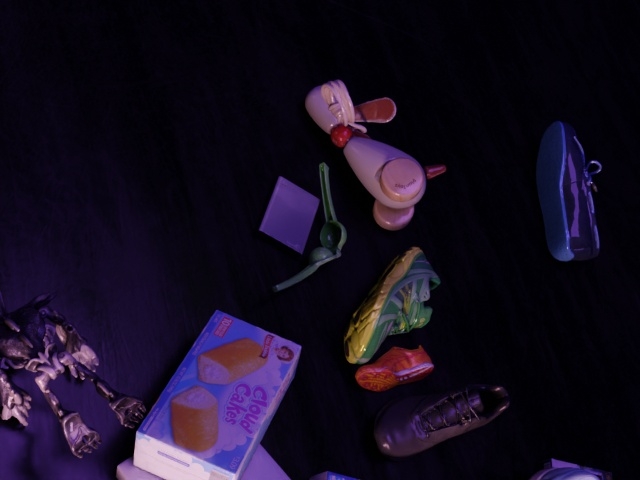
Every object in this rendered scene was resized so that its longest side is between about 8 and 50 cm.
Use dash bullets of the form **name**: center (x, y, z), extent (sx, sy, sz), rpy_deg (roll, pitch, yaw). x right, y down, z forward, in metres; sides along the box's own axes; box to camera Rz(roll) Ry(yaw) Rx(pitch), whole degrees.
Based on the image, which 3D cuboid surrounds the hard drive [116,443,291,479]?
- **hard drive**: center (-0.121, 0.393, 1.192), extent (0.203, 0.040, 0.307), rpy_deg (-21, 52, -38)

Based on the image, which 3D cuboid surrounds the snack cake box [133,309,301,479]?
- **snack cake box**: center (-0.147, 0.242, 1.255), extent (0.152, 0.089, 0.264), rpy_deg (21, 41, 7)

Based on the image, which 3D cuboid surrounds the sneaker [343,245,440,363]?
- **sneaker**: center (0.145, 0.126, 1.555), extent (0.123, 0.109, 0.295), rpy_deg (42, 50, -2)

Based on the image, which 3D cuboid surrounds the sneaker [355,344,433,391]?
- **sneaker**: center (0.127, 0.230, 1.531), extent (0.175, 0.064, 0.067), rpy_deg (-2, 47, -40)

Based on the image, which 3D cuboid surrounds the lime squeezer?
- **lime squeezer**: center (0.000, 0.000, 1.542), extent (0.110, 0.059, 0.310), rpy_deg (60, 38, -40)

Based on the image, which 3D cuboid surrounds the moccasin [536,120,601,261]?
- **moccasin**: center (0.585, -0.111, 1.972), extent (0.117, 0.138, 0.341), rpy_deg (6, 75, -16)

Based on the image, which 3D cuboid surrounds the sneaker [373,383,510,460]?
- **sneaker**: center (0.218, 0.306, 1.495), extent (0.286, 0.130, 0.109), rpy_deg (-14, 76, -37)

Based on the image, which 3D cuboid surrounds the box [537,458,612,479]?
- **box**: center (0.496, 0.548, 1.602), extent (0.159, 0.044, 0.233), rpy_deg (19, 57, -24)

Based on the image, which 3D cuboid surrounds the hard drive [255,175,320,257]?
- **hard drive**: center (-0.060, -0.044, 1.568), extent (0.094, 0.022, 0.135), rpy_deg (30, 53, -17)

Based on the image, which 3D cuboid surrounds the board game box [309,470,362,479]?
- **board game box**: center (0.117, 0.561, 1.330), extent (0.318, 0.066, 0.318), rpy_deg (20, 56, -23)

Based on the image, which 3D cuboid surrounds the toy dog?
- **toy dog**: center (0.123, -0.191, 1.669), extent (0.161, 0.220, 0.333), rpy_deg (-31, 94, -18)

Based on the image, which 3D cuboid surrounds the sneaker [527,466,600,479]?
- **sneaker**: center (0.369, 0.535, 1.435), extent (0.135, 0.150, 0.366), rpy_deg (36, 61, -4)

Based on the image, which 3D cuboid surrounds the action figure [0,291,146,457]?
- **action figure**: center (-0.379, 0.183, 1.165), extent (0.276, 0.141, 0.164), rpy_deg (37, 56, 25)
